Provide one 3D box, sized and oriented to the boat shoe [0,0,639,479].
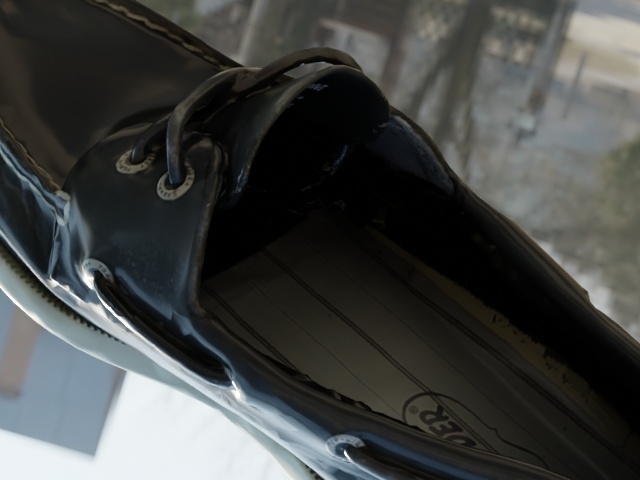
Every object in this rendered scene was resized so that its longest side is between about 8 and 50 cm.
[{"bbox_3d":[-0.003,0.002,0.600,0.127,0.113,0.340,-26,-119,-35],"label":"boat shoe"}]
